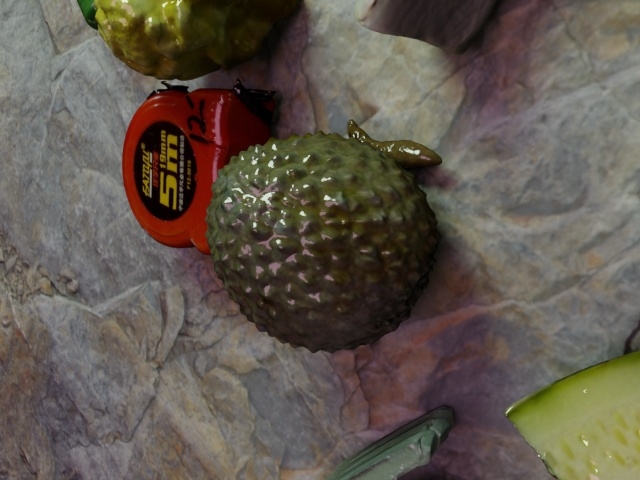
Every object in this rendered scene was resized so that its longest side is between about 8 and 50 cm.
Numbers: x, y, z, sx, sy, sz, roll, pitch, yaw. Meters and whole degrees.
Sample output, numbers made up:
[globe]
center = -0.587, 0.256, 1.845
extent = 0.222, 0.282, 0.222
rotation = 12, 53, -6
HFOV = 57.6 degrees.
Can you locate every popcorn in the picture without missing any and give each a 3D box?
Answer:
[popcorn]
center = -0.157, -0.316, 0.754
extent = 0.251, 0.237, 0.206
rotation = -3, 111, 5

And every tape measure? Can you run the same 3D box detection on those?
[tape measure]
center = -0.183, -0.111, 0.865
extent = 0.260, 0.114, 0.253
rotation = 15, 105, 36

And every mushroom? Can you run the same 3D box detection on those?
[mushroom]
center = 0.166, -0.338, 0.564
extent = 0.122, 0.159, 0.329
rotation = 38, 113, 12

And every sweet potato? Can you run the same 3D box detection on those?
[sweet potato]
center = 0.086, -0.112, 0.724
extent = 0.153, 0.038, 0.041
rotation = 28, 88, 37

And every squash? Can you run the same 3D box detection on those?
[squash]
center = 0.338, 0.177, 0.522
extent = 0.237, 0.204, 0.155
rotation = 51, 139, 30

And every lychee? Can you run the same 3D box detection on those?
[lychee]
center = 0.000, 0.000, 0.675
extent = 0.255, 0.274, 0.255
rotation = -24, 51, 33

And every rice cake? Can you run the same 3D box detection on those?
[rice cake]
center = 0.079, 0.281, 0.739
extent = 0.211, 0.124, 0.038
rotation = -42, 79, 26

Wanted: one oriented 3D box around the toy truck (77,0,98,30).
[toy truck]
center = -0.356, -0.444, 0.930
extent = 0.101, 0.125, 0.243
rotation = -32, 77, 34
